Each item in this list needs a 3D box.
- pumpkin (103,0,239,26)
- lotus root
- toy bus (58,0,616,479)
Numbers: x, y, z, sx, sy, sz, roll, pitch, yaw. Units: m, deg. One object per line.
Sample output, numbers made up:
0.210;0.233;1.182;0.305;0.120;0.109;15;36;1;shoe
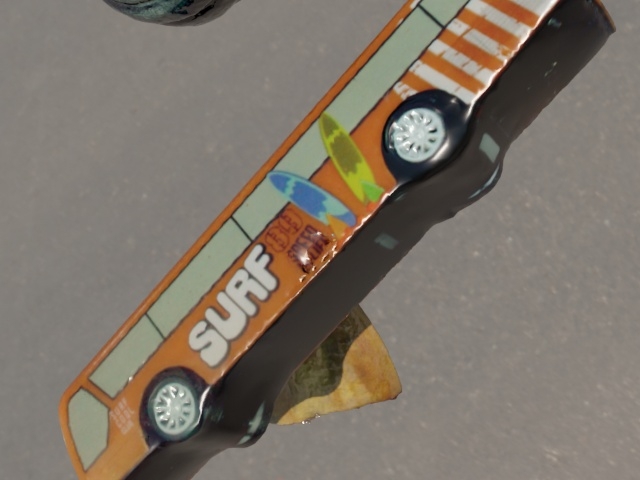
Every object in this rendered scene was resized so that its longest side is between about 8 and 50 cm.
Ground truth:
-0.106;-0.248;0.749;0.150;0.194;0.194;13;69;4;pumpkin
-0.030;0.083;0.869;0.159;0.135;0.095;8;45;37;lotus root
0.000;0.000;0.633;0.409;0.093;0.092;-47;64;12;toy bus
